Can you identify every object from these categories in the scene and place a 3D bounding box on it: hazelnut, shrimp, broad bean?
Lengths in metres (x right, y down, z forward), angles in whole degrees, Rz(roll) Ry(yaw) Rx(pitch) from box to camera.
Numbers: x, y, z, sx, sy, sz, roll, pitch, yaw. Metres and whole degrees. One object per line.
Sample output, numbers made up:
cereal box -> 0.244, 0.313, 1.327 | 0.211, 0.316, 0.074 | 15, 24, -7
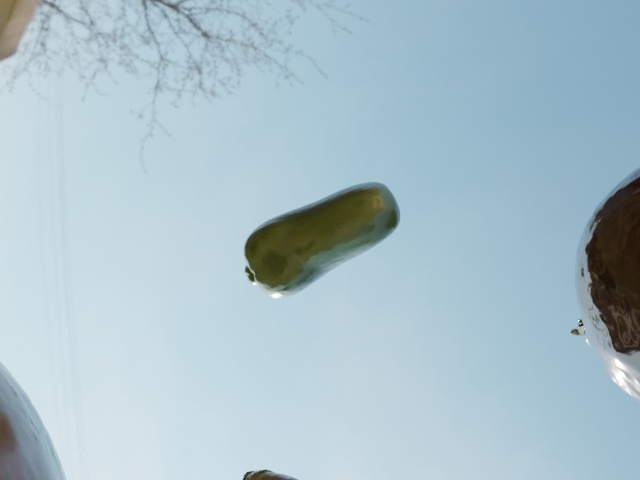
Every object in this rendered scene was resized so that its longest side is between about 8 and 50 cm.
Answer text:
hazelnut -> 0.523, 0.071, 0.947 | 0.421, 0.421, 0.352 | -49, -177, 30
shrimp -> -0.025, 0.269, 0.804 | 0.043, 0.091, 0.184 | -67, -165, -19
broad bean -> 0.000, 0.000, 0.794 | 0.124, 0.175, 0.082 | -104, 172, -83

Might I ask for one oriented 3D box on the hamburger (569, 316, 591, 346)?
hamburger -> 0.548, 0.162, 1.367 | 0.093, 0.164, 0.189 | -61, -170, -12

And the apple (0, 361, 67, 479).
apple -> -0.298, 0.195, 0.345 | 0.392, 0.346, 0.391 | -10, -121, 17
